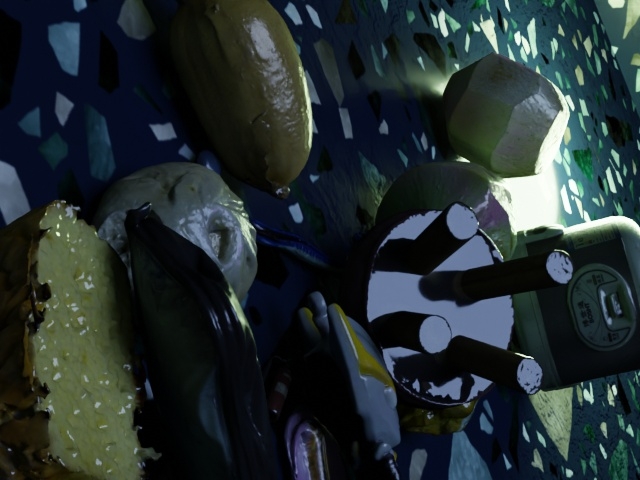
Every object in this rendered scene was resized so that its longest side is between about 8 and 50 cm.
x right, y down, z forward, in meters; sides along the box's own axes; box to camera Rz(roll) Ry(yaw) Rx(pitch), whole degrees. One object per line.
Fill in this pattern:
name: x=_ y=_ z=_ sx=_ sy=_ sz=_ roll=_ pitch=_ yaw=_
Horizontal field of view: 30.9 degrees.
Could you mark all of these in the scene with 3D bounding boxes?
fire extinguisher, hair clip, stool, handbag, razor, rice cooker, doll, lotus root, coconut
fire extinguisher: x=-0.058 y=0.167 z=1.385 sx=0.046 sy=0.032 sz=0.100 roll=24 pitch=41 yaw=-6
hair clip: x=0.022 y=0.374 z=1.389 sx=0.110 sy=0.095 sz=0.359 roll=-5 pitch=69 yaw=-25
stool: x=0.176 y=0.081 z=1.492 sx=0.272 sy=0.178 sz=0.272 roll=5 pitch=80 yaw=-28
handbag: x=-0.111 y=0.134 z=1.081 sx=0.075 sy=0.191 sz=0.332 roll=-23 pitch=127 yaw=-21
razor: x=-0.004 y=0.012 z=1.525 sx=0.324 sy=0.093 sz=0.056 roll=10 pitch=103 yaw=-54
rice cooker: x=0.449 y=0.107 z=2.022 sx=0.288 sy=0.277 sz=0.288 roll=-13 pitch=90 yaw=-78
doll: x=-0.126 y=-0.045 z=1.367 sx=0.037 sy=0.027 sz=0.125 roll=-1 pitch=81 yaw=-59
lotus root: x=-0.091 y=-0.194 z=1.376 sx=0.131 sy=0.146 sz=0.303 roll=-44 pitch=118 yaw=-51
doll: x=0.047 y=0.211 z=1.405 sx=0.145 sy=0.103 sz=0.316 roll=-13 pitch=86 yaw=-81
coconut: x=0.190 y=-0.015 z=1.717 sx=0.204 sy=0.236 sz=0.236 roll=42 pitch=27 yaw=13
coconut: x=0.320 y=-0.219 z=2.054 sx=0.237 sy=0.237 sz=0.197 roll=4 pitch=114 yaw=-59

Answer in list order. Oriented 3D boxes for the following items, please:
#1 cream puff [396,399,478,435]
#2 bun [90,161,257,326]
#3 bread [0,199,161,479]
cream puff: x=0.158 y=0.204 z=1.644 sx=0.116 sy=0.146 sz=0.146 roll=6 pitch=64 yaw=-15
bun: x=-0.146 y=0.003 z=1.208 sx=0.193 sy=0.128 sz=0.178 roll=-12 pitch=88 yaw=-58
bread: x=-0.244 y=0.104 z=0.977 sx=0.160 sy=0.147 sz=0.260 roll=45 pitch=26 yaw=-53
